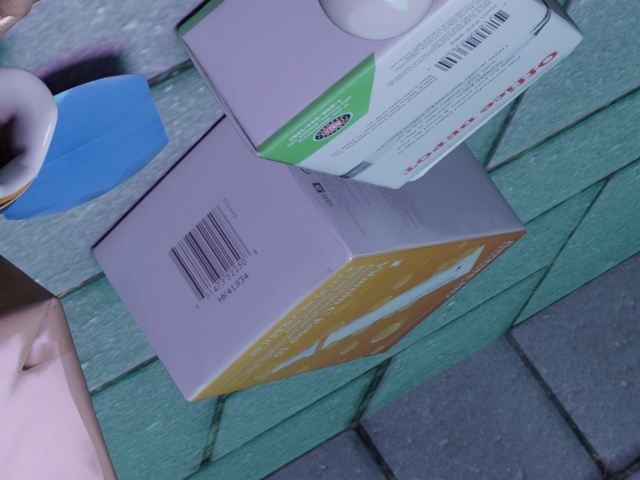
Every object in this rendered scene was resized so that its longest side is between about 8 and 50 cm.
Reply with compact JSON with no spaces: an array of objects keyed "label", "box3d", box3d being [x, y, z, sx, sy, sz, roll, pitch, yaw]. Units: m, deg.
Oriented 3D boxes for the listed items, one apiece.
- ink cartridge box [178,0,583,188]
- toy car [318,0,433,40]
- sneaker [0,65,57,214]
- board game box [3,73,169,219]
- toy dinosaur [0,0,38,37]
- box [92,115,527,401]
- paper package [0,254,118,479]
[{"label":"ink cartridge box","box3d":[0.056,-0.154,1.282,0.211,0.121,0.289,-39,164,15]},{"label":"toy car","box3d":[0.018,-0.222,1.014,0.136,0.159,0.182,10,147,-17]},{"label":"sneaker","box3d":[-0.282,-0.033,0.960,0.127,0.126,0.321,-40,176,38]},{"label":"board game box","box3d":[-0.183,-0.076,1.206,0.133,0.033,0.168,-27,159,-6]},{"label":"toy dinosaur","box3d":[-0.196,-0.133,0.859,0.296,0.127,0.200,-40,178,-33]},{"label":"box","box3d":[0.000,0.000,1.543,0.215,0.168,0.345,-43,163,27]},{"label":"paper package","box3d":[-0.302,0.130,1.011,0.309,0.168,0.325,-20,-164,-19]}]
